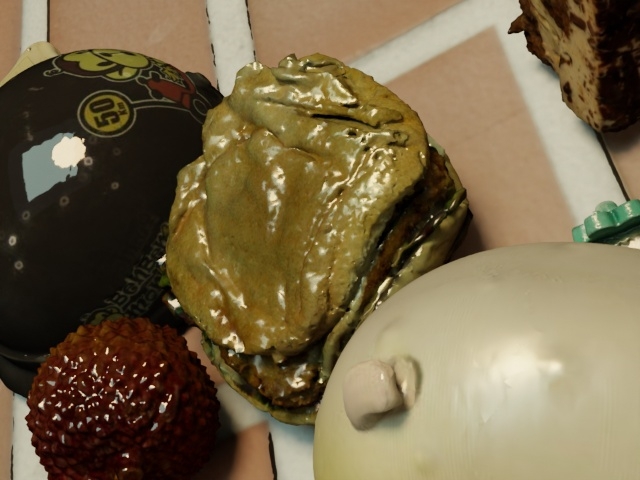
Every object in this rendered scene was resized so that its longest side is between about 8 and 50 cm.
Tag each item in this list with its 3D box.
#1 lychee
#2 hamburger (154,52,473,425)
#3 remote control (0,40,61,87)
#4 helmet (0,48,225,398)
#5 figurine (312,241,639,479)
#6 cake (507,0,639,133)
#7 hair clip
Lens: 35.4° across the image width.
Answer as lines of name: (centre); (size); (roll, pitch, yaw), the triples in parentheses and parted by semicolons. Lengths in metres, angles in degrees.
lychee: (-0.127, 0.104, 0.628); (0.123, 0.123, 0.129); (-50, 48, -1)
hamburger: (0.000, 0.000, 0.619); (0.183, 0.130, 0.206); (35, 101, 39)
remote control: (-0.286, -0.131, 0.950); (0.122, 0.032, 0.074); (-46, 47, 3)
helmet: (-0.190, -0.029, 0.733); (0.279, 0.160, 0.230); (-44, 48, 2)
figurine: (0.111, 0.188, 0.352); (0.274, 0.226, 0.394); (-25, 56, 56)
cake: (0.172, -0.193, 0.534); (0.135, 0.246, 0.112); (-25, 47, -5)
hair clip: (0.189, -0.016, 0.533); (0.173, 0.049, 0.049); (-30, 49, 19)
